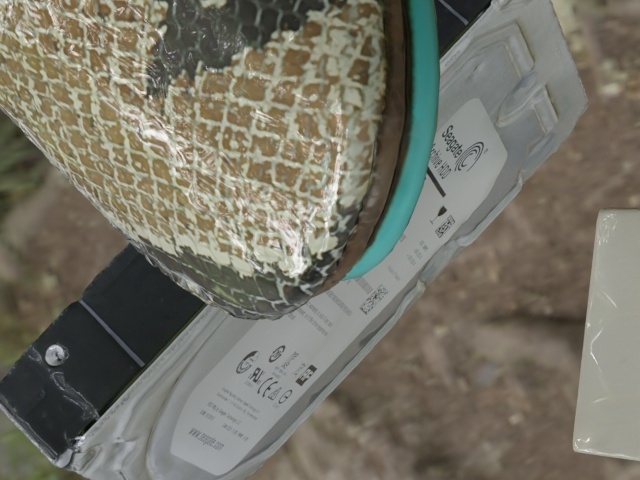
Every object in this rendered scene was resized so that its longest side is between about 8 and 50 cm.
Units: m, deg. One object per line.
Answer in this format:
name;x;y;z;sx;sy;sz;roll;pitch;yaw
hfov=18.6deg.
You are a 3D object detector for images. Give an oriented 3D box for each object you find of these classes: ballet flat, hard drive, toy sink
ballet flat;-0.093;-0.183;0.587;0.164;0.182;0.483;124;148;-43
hard drive;0.000;0.000;1.048;0.064;0.237;0.339;42;88;20
toy sink;0.284;0.065;1.142;0.234;0.131;0.153;1;83;46
